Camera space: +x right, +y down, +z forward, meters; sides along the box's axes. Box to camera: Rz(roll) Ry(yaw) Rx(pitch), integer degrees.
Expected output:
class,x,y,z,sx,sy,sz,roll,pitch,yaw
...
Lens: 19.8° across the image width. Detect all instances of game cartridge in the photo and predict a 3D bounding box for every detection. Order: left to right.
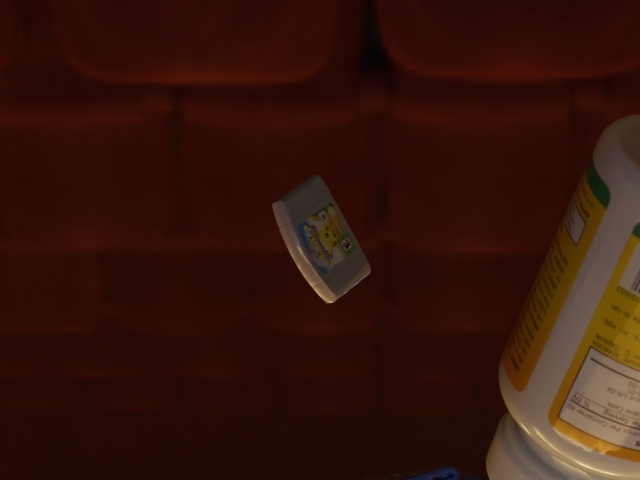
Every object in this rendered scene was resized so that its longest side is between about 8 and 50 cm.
class,x,y,z,sx,sy,sz,roll,pitch,yaw
game cartridge,0.000,0.000,1.310,0.017,0.083,0.056,-20,-168,47

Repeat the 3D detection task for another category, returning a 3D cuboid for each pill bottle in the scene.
class,x,y,z,sx,sy,sz,roll,pitch,yaw
pill bottle,0.162,0.050,0.951,0.118,0.208,0.117,15,-152,-8

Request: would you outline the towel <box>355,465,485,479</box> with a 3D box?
class,x,y,z,sx,sy,sz,roll,pitch,yaw
towel,-0.070,0.163,0.894,0.243,0.040,0.336,-14,174,-13
